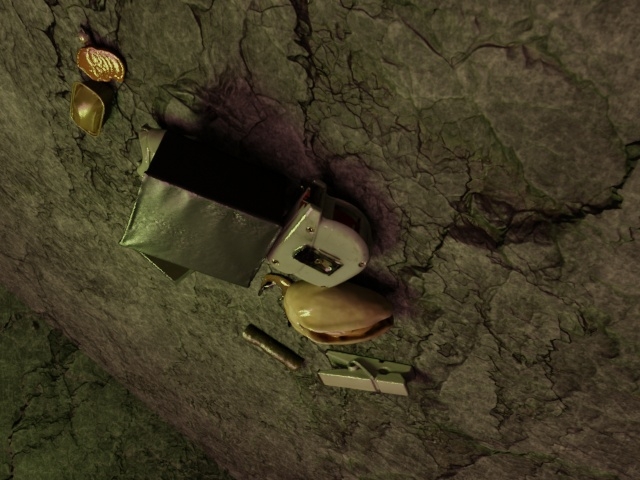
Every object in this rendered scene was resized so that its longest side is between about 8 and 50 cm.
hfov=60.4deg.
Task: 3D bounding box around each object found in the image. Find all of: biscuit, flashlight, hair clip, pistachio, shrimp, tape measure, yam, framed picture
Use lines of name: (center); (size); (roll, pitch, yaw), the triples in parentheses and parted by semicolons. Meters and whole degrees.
biscuit: (-0.572, -0.457, 1.430); (0.130, 0.019, 0.102); (8, 139, 3)
flashlight: (-0.598, -0.500, 1.425); (0.052, 0.031, 0.110); (40, 157, 46)
hair clip: (0.145, 0.437, 1.812); (0.330, 0.101, 0.085); (0, 126, 35)
pistachio: (0.048, 0.197, 1.546); (0.317, 0.214, 0.194); (5, 133, 8)
shrimp: (-0.134, 0.198, 1.804); (0.152, 0.046, 0.220); (15, 134, 22)
tape measure: (0.000, 0.000, 1.392); (0.265, 0.130, 0.258); (28, 134, -17)
yam: (-0.178, 0.404, 2.042); (0.252, 0.061, 0.061); (33, 142, 1)
framed picture: (-0.586, 0.052, 2.008); (0.252, 0.014, 0.197); (44, 141, -12)

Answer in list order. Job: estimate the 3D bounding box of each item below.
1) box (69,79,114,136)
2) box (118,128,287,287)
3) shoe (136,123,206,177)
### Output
box: (-0.643, -0.371, 1.537); (0.111, 0.111, 0.177); (37, 142, -3)
box: (-0.284, -0.075, 1.387); (0.344, 0.205, 0.251); (21, 129, -15)
shoe: (-0.430, -0.178, 1.571); (0.210, 0.132, 0.342); (26, 136, 15)
